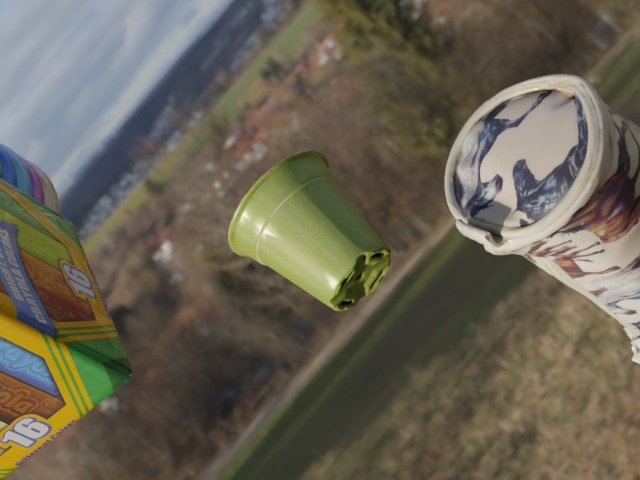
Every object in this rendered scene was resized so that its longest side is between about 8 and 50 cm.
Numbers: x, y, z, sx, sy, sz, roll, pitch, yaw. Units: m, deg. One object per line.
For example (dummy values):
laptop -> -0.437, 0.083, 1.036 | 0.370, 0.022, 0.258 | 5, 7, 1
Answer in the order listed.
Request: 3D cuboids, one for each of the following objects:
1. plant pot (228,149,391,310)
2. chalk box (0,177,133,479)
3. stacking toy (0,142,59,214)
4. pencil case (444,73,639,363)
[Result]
plant pot -> 0.000, 0.000, 0.906 | 0.083, 0.079, 0.083 | -36, -28, -23
chalk box -> -0.310, 0.037, 1.051 | 0.179, 0.289, 0.180 | -38, 52, 12
stacking toy -> -0.379, -0.067, 1.479 | 0.141, 0.141, 0.330 | -51, -16, -7
pencil case -> 0.274, -0.009, 1.373 | 0.160, 0.410, 0.183 | 11, 79, 41
